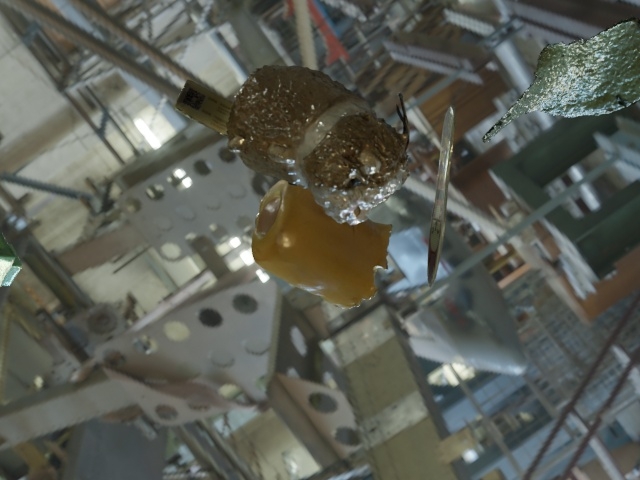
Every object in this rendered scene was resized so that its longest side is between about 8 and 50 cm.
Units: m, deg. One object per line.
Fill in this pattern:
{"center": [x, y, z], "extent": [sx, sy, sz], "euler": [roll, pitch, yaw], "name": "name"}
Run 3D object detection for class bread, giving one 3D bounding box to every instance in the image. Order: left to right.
{"center": [0.001, 0.000, 1.200], "extent": [0.173, 0.134, 0.085], "euler": [28, 158, -22], "name": "bread"}

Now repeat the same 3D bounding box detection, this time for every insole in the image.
{"center": [0.129, -0.046, 0.988], "extent": [0.065, 0.004, 0.197], "euler": [-118, 34, -82], "name": "insole"}

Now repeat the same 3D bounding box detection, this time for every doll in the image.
{"center": [-0.021, -0.092, 0.800], "extent": [0.221, 0.115, 0.105], "euler": [24, -179, 31], "name": "doll"}

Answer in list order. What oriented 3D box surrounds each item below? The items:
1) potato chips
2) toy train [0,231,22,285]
{"center": [0.309, -0.192, 1.186], "extent": [0.167, 0.228, 0.059], "euler": [59, -162, -60], "name": "potato chips"}
{"center": [-0.425, -0.012, 0.893], "extent": [0.188, 0.159, 0.271], "euler": [8, -147, -49], "name": "toy train"}
